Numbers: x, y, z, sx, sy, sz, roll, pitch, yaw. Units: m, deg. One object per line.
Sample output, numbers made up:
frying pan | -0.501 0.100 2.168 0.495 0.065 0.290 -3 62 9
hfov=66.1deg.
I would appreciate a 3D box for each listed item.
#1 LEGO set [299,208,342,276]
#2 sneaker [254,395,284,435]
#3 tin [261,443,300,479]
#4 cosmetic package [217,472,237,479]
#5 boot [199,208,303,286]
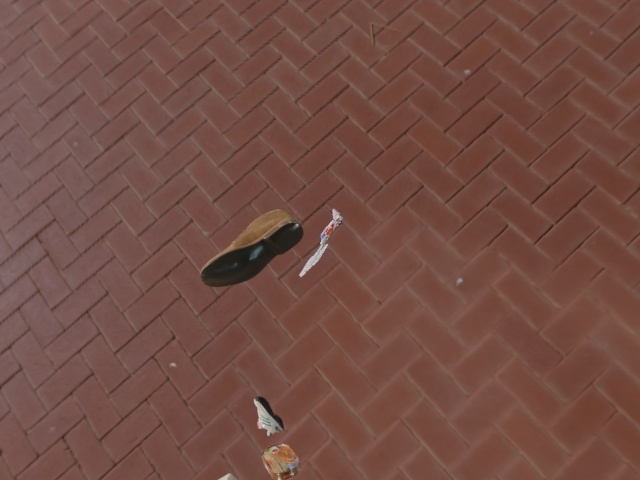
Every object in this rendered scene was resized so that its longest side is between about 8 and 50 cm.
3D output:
LEGO set | 0.000 0.000 1.769 0.060 0.182 0.244 36 60 -5
sneaker | -0.191 0.601 1.665 0.075 0.057 0.161 -32 112 4
tin | -0.136 0.755 1.680 0.106 0.189 0.040 -8 96 -21
cosmetic package | -0.349 0.975 1.661 0.113 0.309 0.160 -38 96 22
boot | -0.198 0.020 1.359 0.305 0.112 0.115 -31 42 -5
